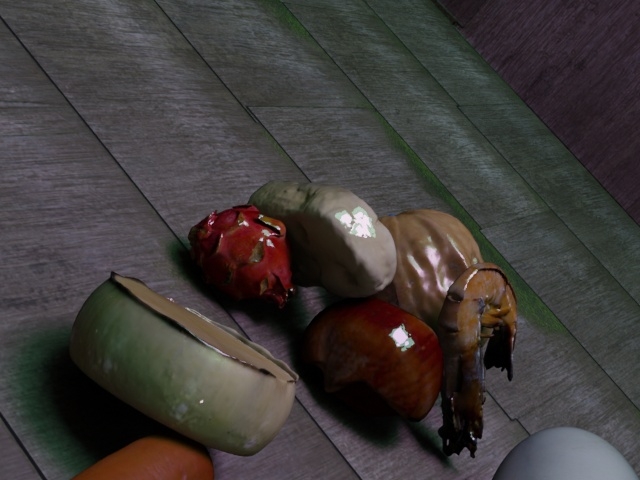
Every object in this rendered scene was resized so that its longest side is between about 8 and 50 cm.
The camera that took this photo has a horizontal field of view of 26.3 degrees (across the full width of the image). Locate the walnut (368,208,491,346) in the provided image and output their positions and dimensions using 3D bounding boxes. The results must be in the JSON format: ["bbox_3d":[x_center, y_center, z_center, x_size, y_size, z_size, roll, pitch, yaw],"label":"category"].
[{"bbox_3d":[0.152,0.080,2.054,0.225,0.225,0.261,-12,76,-62],"label":"walnut"}]

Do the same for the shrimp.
[{"bbox_3d":[0.225,0.163,1.953,0.075,0.289,0.178,9,21,42],"label":"shrimp"}]

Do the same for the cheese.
[{"bbox_3d":[-0.001,0.001,1.915,0.263,0.093,0.159,7,-49,54],"label":"cheese"}]

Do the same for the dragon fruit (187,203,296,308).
[{"bbox_3d":[-0.096,0.019,1.861,0.166,0.133,0.136,42,16,0],"label":"dragon fruit"}]

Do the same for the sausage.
[{"bbox_3d":[-0.206,0.263,1.322,0.097,0.094,0.348,42,23,13],"label":"sausage"}]

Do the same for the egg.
[{"bbox_3d":[0.325,0.377,1.807,0.230,0.230,0.371,41,20,-6],"label":"egg"}]

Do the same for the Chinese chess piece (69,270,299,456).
[{"bbox_3d":[-0.150,0.136,1.501,0.257,0.104,0.257,29,1,0],"label":"Chinese chess piece"}]

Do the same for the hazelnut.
[{"bbox_3d":[0.071,0.161,1.889,0.201,0.161,0.170,13,-7,31],"label":"hazelnut"}]

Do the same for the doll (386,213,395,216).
[{"bbox_3d":[0.147,0.006,2.358,0.110,0.067,0.206,43,11,-24],"label":"doll"}]
